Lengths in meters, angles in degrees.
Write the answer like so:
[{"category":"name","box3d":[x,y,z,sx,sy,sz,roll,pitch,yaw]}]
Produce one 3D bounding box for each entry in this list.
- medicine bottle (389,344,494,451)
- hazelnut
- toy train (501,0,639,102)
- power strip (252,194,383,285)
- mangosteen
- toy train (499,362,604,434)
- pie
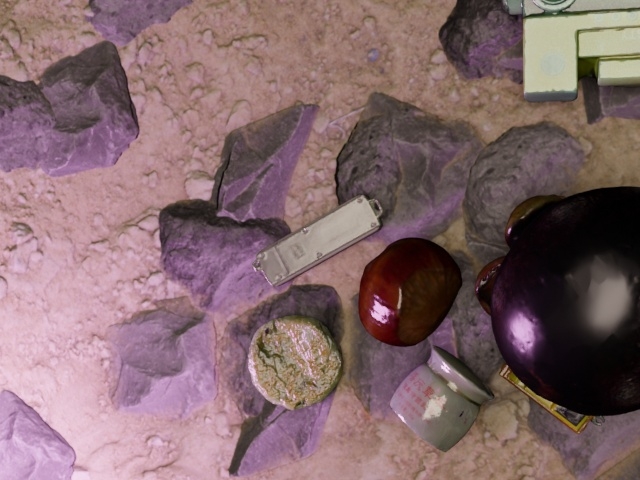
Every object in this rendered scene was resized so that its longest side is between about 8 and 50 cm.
[{"category":"medicine bottle","box3d":[0.219,0.283,1.806,0.147,0.147,0.143,39,97,9]},{"category":"hazelnut","box3d":[0.165,0.090,1.827,0.201,0.160,0.170,-42,95,-28]},{"category":"toy train","box3d":[0.516,-0.372,1.744,0.397,0.160,0.253,-1,97,12]},{"category":"power strip","box3d":[0.000,-0.001,1.901,0.272,0.052,0.078,-30,84,10]},{"category":"mangosteen","box3d":[0.437,0.073,1.639,0.382,0.382,0.435,-52,44,8]},{"category":"toy train","box3d":[0.412,0.259,1.776,0.219,0.127,0.089,38,97,8]},{"category":"pie","box3d":[-0.048,0.232,1.917,0.186,0.041,0.187,0,90,12]}]
